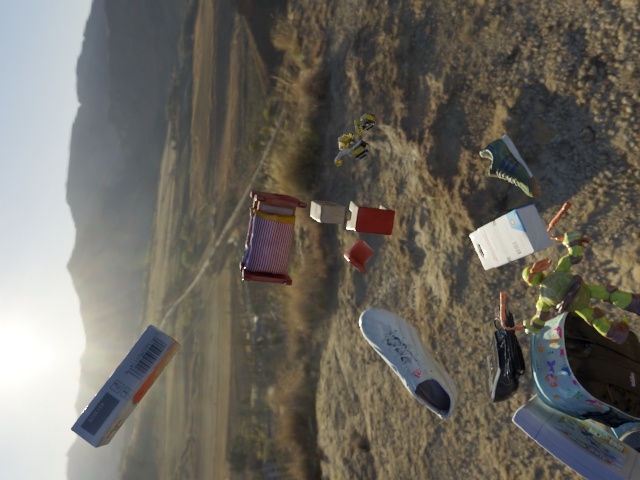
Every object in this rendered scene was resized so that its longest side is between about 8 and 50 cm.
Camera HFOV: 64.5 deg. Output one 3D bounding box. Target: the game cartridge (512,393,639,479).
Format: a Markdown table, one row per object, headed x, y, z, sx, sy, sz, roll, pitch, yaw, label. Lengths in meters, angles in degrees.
| x | y | z | sx | sy | sz | roll | pitch | yaw | label |
| --- | --- | --- | --- | --- | --- | --- | --- | --- | --- |
| 0.585 | 0.454 | 1.115 | 0.297 | 0.198 | 0.062 | 32 | 103 | 33 | game cartridge |

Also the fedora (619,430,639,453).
| x | y | z | sx | sy | sz | roll | pitch | yaw | label |
| --- | --- | --- | --- | --- | --- | --- | --- | --- | --- |
| 0.831 | 0.621 | 1.237 | 0.244 | 0.124 | 0.275 | -1 | 65 | 55 | fedora |

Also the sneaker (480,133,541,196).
| x | y | z | sx | sy | sz | roll | pitch | yaw | label |
| --- | --- | --- | --- | --- | --- | --- | --- | --- | --- |
| 0.460 | -0.171 | 1.249 | 0.086 | 0.064 | 0.192 | -25 | 57 | 13 | sneaker |

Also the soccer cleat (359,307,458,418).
| x | y | z | sx | sy | sz | roll | pitch | yaw | label |
| --- | --- | --- | --- | --- | --- | --- | --- | --- | --- |
| 0.134 | 0.179 | 0.757 | 0.068 | 0.196 | 0.076 | -44 | 1 | 19 | soccer cleat |

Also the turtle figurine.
| x | y | z | sx | sy | sz | roll | pitch | yaw | label |
| --- | --- | --- | --- | --- | --- | --- | --- | --- | --- |
| 0.463 | 0.084 | 0.915 | 0.087 | 0.217 | 0.269 | -27 | -41 | -68 | turtle figurine |

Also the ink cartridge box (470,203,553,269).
| x | y | z | sx | sy | sz | roll | pitch | yaw | label |
| --- | --- | --- | --- | --- | --- | --- | --- | --- | --- |
| 0.205 | -0.002 | 0.552 | 0.048 | 0.028 | 0.083 | 69 | 157 | 10 | ink cartridge box |

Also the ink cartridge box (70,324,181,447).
| x | y | z | sx | sy | sz | roll | pitch | yaw | label |
| --- | --- | --- | --- | --- | --- | --- | --- | --- | --- |
| -0.238 | 0.193 | 0.666 | 0.145 | 0.045 | 0.179 | -56 | -6 | -20 | ink cartridge box |

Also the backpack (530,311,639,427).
| x | y | z | sx | sy | sz | roll | pitch | yaw | label |
| --- | --- | --- | --- | --- | --- | --- | --- | --- | --- |
| 0.574 | 0.275 | 1.111 | 0.191 | 0.254 | 0.225 | -37 | 35 | 49 | backpack |

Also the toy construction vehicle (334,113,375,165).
| x | y | z | sx | sy | sz | roll | pitch | yaw | label |
| --- | --- | --- | --- | --- | --- | --- | --- | --- | --- |
| 0.065 | -0.203 | 1.016 | 0.098 | 0.035 | 0.085 | -27 | 52 | 42 | toy construction vehicle |

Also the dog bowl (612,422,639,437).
| x | y | z | sx | sy | sz | roll | pitch | yaw | label |
| --- | --- | --- | --- | --- | --- | --- | --- | --- | --- |
| 0.718 | 0.356 | 1.294 | 0.074 | 0.166 | 0.297 | -28 | 21 | 18 | dog bowl |

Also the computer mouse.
| x | y | z | sx | sy | sz | roll | pitch | yaw | label |
| --- | --- | --- | --- | --- | --- | --- | --- | --- | --- |
| 0.445 | 0.295 | 1.200 | 0.272 | 0.072 | 0.188 | 82 | -169 | -48 | computer mouse |

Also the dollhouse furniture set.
| x | y | z | sx | sy | sz | roll | pitch | yaw | label |
| --- | --- | --- | --- | --- | --- | --- | --- | --- | --- |
| 0.000 | 0.000 | 1.244 | 0.152 | 0.374 | 0.201 | -143 | 59 | -72 | dollhouse furniture set |
